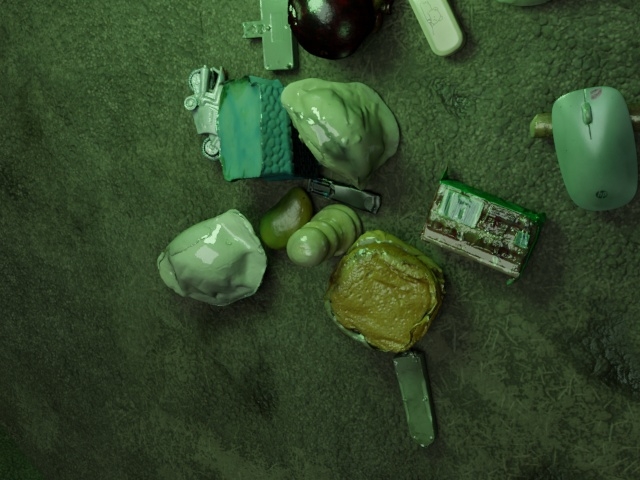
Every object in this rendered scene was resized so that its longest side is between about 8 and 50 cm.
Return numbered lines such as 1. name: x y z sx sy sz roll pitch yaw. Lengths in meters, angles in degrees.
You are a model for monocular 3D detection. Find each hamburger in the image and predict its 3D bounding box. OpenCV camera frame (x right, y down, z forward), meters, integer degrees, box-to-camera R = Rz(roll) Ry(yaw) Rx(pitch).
1. hamburger: 0.162 0.139 1.770 0.318 0.158 0.319 6 110 16

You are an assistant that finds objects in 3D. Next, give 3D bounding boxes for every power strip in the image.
1. power strip: -0.136 -0.553 1.790 0.145 0.061 0.216 2 103 23
2. power strip: 0.264 0.429 1.865 0.080 0.048 0.286 -8 100 28

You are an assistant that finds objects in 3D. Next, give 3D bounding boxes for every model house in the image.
1. model house: -0.116 -0.287 1.789 0.226 0.241 0.261 0 93 57

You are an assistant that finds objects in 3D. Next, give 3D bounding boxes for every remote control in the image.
1. remote control: 0.061 -0.124 1.827 0.212 0.028 0.059 18 109 20

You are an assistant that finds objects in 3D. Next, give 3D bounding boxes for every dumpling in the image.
1. dumpling: 0.067 -0.288 1.676 0.243 0.187 0.318 -44 108 -12
2. dumpling: -0.306 0.072 1.970 0.341 0.181 0.260 -32 98 6

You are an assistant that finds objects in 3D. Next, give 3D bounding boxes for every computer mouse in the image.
1. computer mouse: 0.595 -0.187 1.483 0.159 0.097 0.288 -6 124 30

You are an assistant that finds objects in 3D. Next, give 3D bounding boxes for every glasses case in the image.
1. glasses case: 0.272 -0.530 1.614 0.083 0.050 0.196 -26 91 30

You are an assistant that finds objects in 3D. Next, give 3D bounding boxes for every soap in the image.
1. soap: 0.387 -0.039 1.661 0.273 0.098 0.218 23 112 17

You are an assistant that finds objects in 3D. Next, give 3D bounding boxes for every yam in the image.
1. yam: 0.619 -0.263 1.517 0.299 0.066 0.066 -2 102 25

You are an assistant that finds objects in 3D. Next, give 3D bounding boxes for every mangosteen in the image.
1. mangosteen: 0.052 -0.550 1.638 0.265 0.228 0.228 -14 99 -15

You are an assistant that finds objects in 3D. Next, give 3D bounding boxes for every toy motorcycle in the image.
1. toy motorcycle: -0.272 -0.355 1.888 0.170 0.110 0.260 -11 92 10

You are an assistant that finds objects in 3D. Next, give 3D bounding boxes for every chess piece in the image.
1. chess piece: 0.000 0.000 1.758 0.142 0.261 0.143 7 109 22

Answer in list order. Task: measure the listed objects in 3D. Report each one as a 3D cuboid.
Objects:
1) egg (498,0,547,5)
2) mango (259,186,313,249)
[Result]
1. egg: 0.442 -0.666 1.408 0.337 0.201 0.337 3 100 17
2. mango: -0.090 -0.051 1.883 0.191 0.085 0.122 -42 81 28
